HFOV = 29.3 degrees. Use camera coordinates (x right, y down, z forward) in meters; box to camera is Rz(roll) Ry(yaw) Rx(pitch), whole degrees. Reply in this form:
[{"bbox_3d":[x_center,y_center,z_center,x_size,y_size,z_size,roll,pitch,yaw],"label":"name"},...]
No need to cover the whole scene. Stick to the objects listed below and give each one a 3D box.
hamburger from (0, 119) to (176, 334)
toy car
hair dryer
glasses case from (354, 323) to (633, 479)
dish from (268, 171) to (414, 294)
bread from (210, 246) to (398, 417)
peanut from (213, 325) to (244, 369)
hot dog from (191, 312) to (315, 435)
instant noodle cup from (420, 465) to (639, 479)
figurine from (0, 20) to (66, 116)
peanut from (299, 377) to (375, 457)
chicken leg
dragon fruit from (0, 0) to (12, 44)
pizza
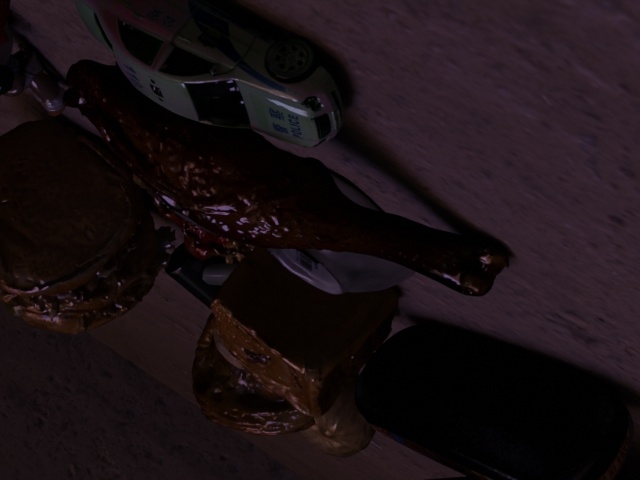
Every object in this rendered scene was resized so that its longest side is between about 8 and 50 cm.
[{"bbox_3d":[-0.311,-0.005,1.517,0.260,0.245,0.211,-3,153,-4],"label":"hamburger"},{"bbox_3d":[-0.086,-0.132,0.912,0.224,0.076,0.090,31,163,18],"label":"toy car"},{"bbox_3d":[-0.118,0.049,1.581,0.100,0.057,0.197,41,159,-25],"label":"hair dryer"},{"bbox_3d":[0.155,0.161,1.173,0.321,0.122,0.082,16,155,52],"label":"glasses case"},{"bbox_3d":[0.000,0.000,1.136,0.190,0.066,0.191,34,165,11],"label":"dish"},{"bbox_3d":[-0.017,0.082,1.277,0.158,0.143,0.149,33,159,10],"label":"bread"},{"bbox_3d":[-0.059,0.129,1.568,0.206,0.087,0.087,3,146,44],"label":"peanut"},{"bbox_3d":[-0.096,0.179,1.713,0.114,0.175,0.259,17,176,-36],"label":"hot dog"},{"bbox_3d":[0.193,0.328,1.214,0.255,0.244,0.244,13,-179,-38],"label":"instant noodle cup"},{"bbox_3d":[-0.351,-0.188,1.285,0.147,0.093,0.197,38,171,41],"label":"figurine"},{"bbox_3d":[0.015,0.243,1.746,0.140,0.109,0.159,36,167,-10],"label":"peanut"},{"bbox_3d":[-0.045,-0.043,0.992,0.406,0.096,0.158,25,-164,13],"label":"chicken leg"},{"bbox_3d":[-0.361,-0.236,0.871,0.250,0.269,0.291,16,161,28],"label":"dragon fruit"},{"bbox_3d":[-0.132,-0.015,1.399,0.201,0.053,0.193,31,164,16],"label":"pizza"}]
